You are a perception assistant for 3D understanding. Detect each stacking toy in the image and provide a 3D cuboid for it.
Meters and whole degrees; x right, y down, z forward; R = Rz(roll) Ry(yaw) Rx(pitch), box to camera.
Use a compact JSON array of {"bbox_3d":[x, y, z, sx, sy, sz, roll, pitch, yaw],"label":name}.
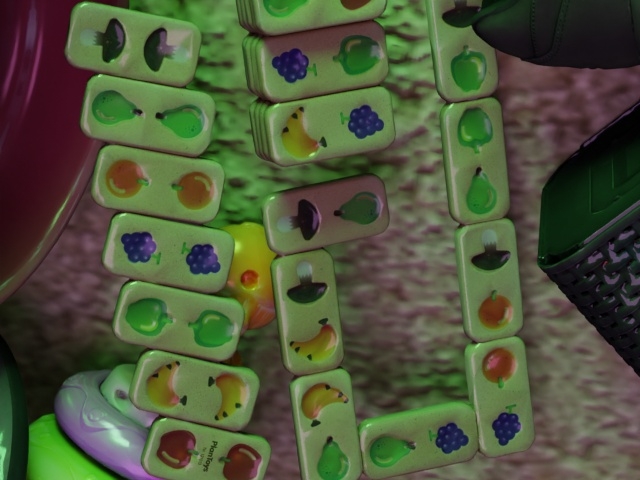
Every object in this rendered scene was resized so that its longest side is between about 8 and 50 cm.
[{"bbox_3d":[-0.096,0.124,0.905,0.175,0.166,0.301,23,100,-14],"label":"stacking toy"}]

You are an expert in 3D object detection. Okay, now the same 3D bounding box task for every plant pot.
[{"bbox_3d":[-0.208,-0.084,0.810,0.180,0.201,0.201,18,115,18],"label":"plant pot"}]

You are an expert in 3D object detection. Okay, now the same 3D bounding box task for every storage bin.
[{"bbox_3d":[0.189,-0.030,0.799,0.180,0.122,0.084,-39,103,21],"label":"storage bin"}]

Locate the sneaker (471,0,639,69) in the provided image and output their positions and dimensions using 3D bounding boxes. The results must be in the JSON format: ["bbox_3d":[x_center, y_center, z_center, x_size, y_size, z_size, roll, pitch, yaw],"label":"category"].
[{"bbox_3d":[0.102,-0.198,0.754,0.130,0.109,0.286,0,110,17],"label":"sneaker"}]

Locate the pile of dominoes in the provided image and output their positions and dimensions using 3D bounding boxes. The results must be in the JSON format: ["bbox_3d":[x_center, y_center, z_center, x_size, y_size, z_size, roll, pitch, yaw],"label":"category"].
[{"bbox_3d":[0.000,0.000,0.828,0.196,0.040,0.251,-11,104,-14],"label":"pile of dominoes"}]

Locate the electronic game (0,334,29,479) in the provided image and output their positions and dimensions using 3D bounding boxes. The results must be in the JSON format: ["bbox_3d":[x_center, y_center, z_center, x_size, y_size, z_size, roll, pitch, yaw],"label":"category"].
[{"bbox_3d":[-0.226,0.133,0.888,0.229,0.229,0.048,-36,135,20],"label":"electronic game"}]
